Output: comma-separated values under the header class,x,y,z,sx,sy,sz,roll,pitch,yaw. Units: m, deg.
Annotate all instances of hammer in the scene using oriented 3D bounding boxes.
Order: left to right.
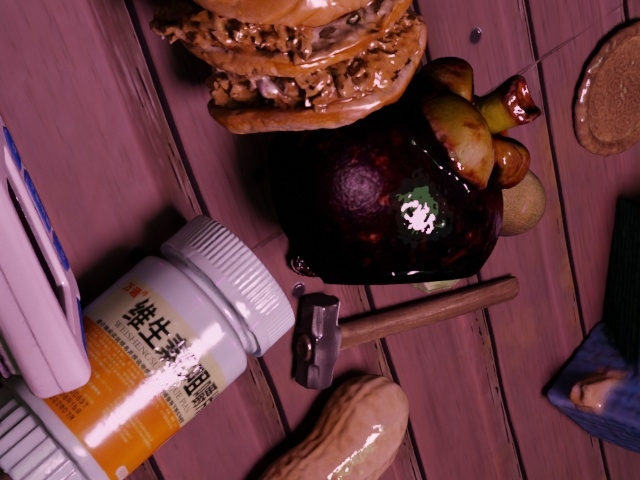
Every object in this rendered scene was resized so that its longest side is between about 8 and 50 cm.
class,x,y,z,sx,sy,sz,roll,pitch,yaw
hammer,0.119,0.092,1.587,0.365,0.043,0.111,-13,116,-38

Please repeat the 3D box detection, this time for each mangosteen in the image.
class,x,y,z,sx,sy,sz,roll,pitch,yaw
mangosteen,0.093,-0.067,1.312,0.287,0.287,0.233,11,73,-42

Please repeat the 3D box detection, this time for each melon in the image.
class,x,y,z,sx,sy,sz,roll,pitch,yaw
melon,0.211,-0.057,1.548,0.162,0.099,0.099,15,100,-41

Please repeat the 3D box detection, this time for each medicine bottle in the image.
class,x,y,z,sx,sy,sz,roll,pitch,yaw
medicine bottle,-0.191,0.130,1.260,0.318,0.158,0.158,-41,130,-17

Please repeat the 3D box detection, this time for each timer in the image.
class,x,y,z,sx,sy,sz,roll,pitch,yaw
timer,-0.283,0.005,1.118,0.078,0.178,0.253,-19,123,-4

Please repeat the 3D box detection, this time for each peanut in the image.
class,x,y,z,sx,sy,sz,roll,pitch,yaw
peanut,0.005,0.281,1.532,0.274,0.111,0.125,-45,147,-10

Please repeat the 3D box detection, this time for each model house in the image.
class,x,y,z,sx,sy,sz,roll,pitch,yaw
model house,0.541,0.138,1.766,0.342,0.334,0.382,-9,105,-39

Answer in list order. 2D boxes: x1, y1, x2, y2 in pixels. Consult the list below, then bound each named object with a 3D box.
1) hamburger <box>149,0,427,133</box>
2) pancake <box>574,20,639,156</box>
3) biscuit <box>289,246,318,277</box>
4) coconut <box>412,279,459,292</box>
class,x,y,z,sx,sy,sz,roll,pitch,yaw
hamburger,-0.030,-0.217,1.190,0.260,0.245,0.211,-19,125,-9
pancake,0.413,-0.203,1.703,0.199,0.021,0.199,-19,122,-33
biscuit,0.000,0.000,1.448,0.087,0.027,0.089,-21,122,-33
coconut,0.139,0.024,1.541,0.082,0.083,0.081,-80,150,-42
